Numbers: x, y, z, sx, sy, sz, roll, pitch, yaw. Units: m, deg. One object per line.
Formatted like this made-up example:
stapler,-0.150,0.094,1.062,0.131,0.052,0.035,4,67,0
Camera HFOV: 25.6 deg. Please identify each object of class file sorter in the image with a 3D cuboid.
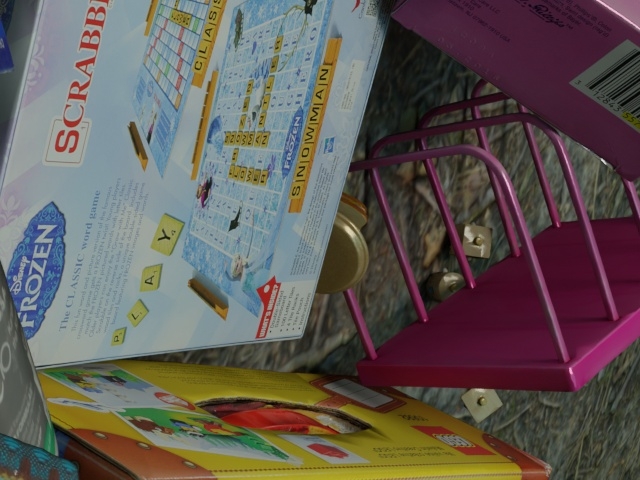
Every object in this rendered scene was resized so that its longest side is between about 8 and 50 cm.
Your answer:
file sorter,0.166,-0.030,1.087,0.290,0.202,0.182,-31,108,-41

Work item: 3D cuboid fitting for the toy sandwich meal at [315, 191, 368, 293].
toy sandwich meal,0.000,0.000,1.018,0.029,0.085,0.086,-62,155,-52

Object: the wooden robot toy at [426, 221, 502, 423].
wooden robot toy,0.121,0.072,1.248,0.076,0.079,0.173,-9,94,-18

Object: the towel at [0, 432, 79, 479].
towel,-0.263,0.142,0.421,0.370,0.040,0.271,31,86,-46

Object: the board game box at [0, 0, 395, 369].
board game box,-0.085,-0.087,0.845,0.318,0.066,0.319,0,109,-55

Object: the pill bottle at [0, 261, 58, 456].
pill bottle,-0.238,-0.008,0.549,0.204,0.204,0.361,-41,138,-34

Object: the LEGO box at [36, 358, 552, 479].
LEGO box,-0.083,0.287,0.955,0.500,0.193,0.373,12,100,-57

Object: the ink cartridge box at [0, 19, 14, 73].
ink cartridge box,-0.152,-0.221,0.489,0.165,0.065,0.333,-76,152,-78

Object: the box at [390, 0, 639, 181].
box,0.195,-0.206,0.971,0.213,0.117,0.243,33,54,-15
